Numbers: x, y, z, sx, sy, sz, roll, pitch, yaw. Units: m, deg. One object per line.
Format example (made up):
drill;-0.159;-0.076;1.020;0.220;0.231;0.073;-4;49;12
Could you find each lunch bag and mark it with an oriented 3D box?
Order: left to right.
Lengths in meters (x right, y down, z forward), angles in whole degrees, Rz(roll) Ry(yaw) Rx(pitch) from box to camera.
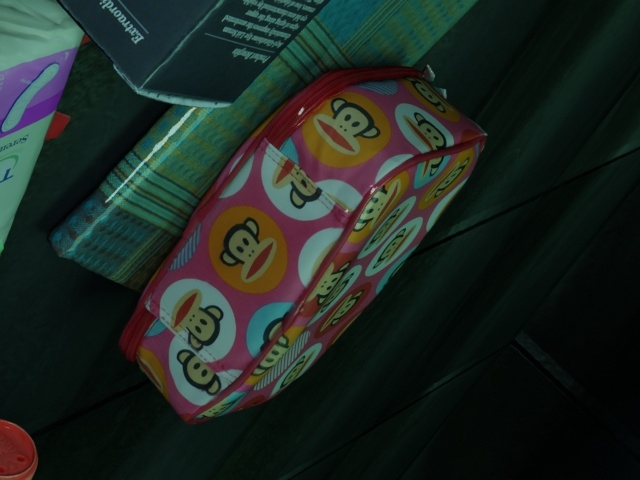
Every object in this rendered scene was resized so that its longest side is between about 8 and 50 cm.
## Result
lunch bag;0.000;0.000;1.342;0.293;0.120;0.258;-52;164;24

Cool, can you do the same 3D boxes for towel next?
towel;-0.029;-0.106;1.287;0.370;0.040;0.271;-45;165;1

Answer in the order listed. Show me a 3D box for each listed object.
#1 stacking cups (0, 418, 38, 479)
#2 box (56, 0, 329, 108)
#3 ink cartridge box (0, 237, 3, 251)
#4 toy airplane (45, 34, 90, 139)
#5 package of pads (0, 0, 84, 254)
stacking cups;-0.309;0.263;1.420;0.096;0.096;0.316;-28;151;-48
box;-0.044;-0.186;0.807;0.207;0.153;0.108;-44;166;15
ink cartridge box;-0.282;-0.003;0.551;0.289;0.211;0.121;-41;164;-20
toy airplane;-0.155;-0.101;0.982;0.151;0.028;0.151;-40;162;-16
package of pads;-0.261;-0.007;0.807;0.296;0.101;0.229;-30;157;-45
